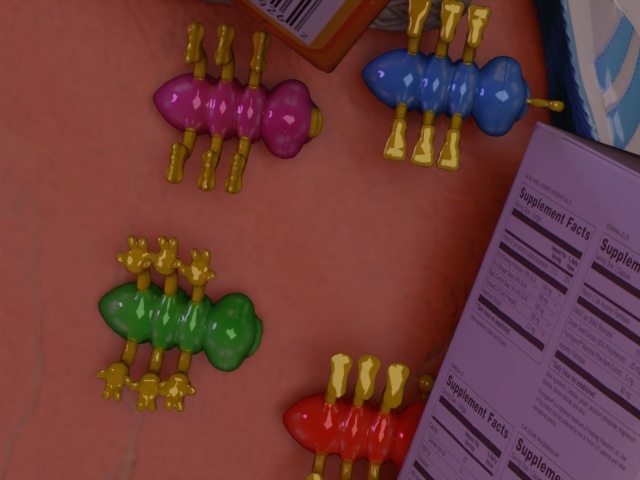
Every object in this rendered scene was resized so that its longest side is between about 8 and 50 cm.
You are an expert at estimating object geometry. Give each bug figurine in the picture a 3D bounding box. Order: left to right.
[{"bbox_3d":[0.000,0.000,1.046,0.216,0.072,0.279,14,94,1],"label":"bug figurine"}]

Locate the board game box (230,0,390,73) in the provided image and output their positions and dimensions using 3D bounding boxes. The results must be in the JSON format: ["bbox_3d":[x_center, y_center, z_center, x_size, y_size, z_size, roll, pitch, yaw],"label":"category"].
[{"bbox_3d":[0.012,-0.367,0.843,0.356,0.356,0.356,37,63,-5],"label":"board game box"}]

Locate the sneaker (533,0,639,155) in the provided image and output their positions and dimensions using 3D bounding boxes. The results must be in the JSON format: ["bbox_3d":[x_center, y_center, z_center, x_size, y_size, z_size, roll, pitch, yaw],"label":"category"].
[{"bbox_3d":[0.170,-0.099,1.054,0.092,0.087,0.228,-9,94,-7],"label":"sneaker"}]

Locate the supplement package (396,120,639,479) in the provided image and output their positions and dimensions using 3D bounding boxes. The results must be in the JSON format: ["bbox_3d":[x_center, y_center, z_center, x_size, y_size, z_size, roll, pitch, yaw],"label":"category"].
[{"bbox_3d":[0.180,0.111,0.957,0.199,0.198,0.262,16,101,-25],"label":"supplement package"}]

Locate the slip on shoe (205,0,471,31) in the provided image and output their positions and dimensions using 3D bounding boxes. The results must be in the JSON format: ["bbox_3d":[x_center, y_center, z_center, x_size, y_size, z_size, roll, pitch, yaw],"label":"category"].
[{"bbox_3d":[-0.074,-0.195,1.024,0.331,0.123,0.101,12,67,-6],"label":"slip on shoe"}]
